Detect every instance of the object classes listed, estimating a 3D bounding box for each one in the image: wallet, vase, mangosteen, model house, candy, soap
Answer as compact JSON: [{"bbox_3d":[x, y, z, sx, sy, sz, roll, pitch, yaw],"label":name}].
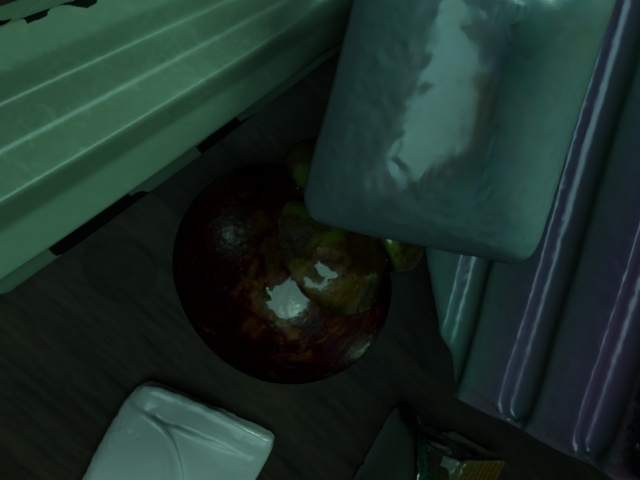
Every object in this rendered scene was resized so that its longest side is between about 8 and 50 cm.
[{"bbox_3d":[-0.125,0.203,0.649,0.124,0.032,0.182,26,103,-14],"label":"wallet"},{"bbox_3d":[-0.118,-0.097,0.500,0.360,0.165,0.165,-28,107,0],"label":"vase"},{"bbox_3d":[-0.012,0.000,0.526,0.146,0.155,0.181,18,123,-26],"label":"mangosteen"},{"bbox_3d":[0.090,0.193,0.623,0.100,0.100,0.087,25,102,-12],"label":"model house"},{"bbox_3d":[0.075,-0.079,0.438,0.138,0.071,0.174,12,102,-13],"label":"candy"},{"bbox_3d":[0.177,-0.036,0.512,0.193,0.109,0.323,22,110,35],"label":"soap"}]
